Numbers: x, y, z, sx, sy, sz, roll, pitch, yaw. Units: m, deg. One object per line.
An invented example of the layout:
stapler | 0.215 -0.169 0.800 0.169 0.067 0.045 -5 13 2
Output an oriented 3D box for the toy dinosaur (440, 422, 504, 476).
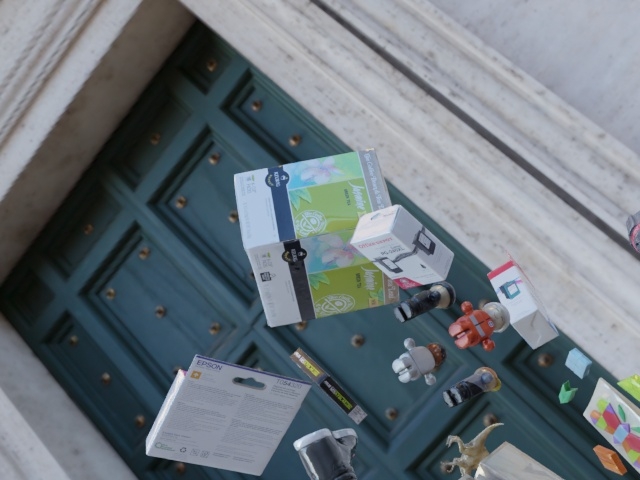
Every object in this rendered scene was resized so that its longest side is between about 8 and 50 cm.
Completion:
toy dinosaur | 0.302 0.424 1.604 0.053 0.093 0.183 -57 -15 -73

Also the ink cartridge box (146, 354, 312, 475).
ink cartridge box | -0.234 0.437 2.016 0.324 0.071 0.330 19 -69 -24

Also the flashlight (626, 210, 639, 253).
flashlight | 0.662 0.051 1.509 0.304 0.103 0.103 -77 -27 -54

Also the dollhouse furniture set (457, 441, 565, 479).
dollhouse furniture set | 0.354 0.607 1.565 0.303 0.174 0.355 -16 -53 -47

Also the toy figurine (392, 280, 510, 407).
toy figurine | 0.257 0.201 1.557 0.148 0.213 0.209 -18 -64 -41

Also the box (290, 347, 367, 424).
box | 0.021 0.389 2.114 0.045 0.184 0.190 -44 -61 -6

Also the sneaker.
sneaker | 0.033 0.476 1.652 0.105 0.146 0.296 -27 -19 8

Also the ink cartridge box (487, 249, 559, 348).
ink cartridge box | 0.508 0.147 2.021 0.078 0.231 0.134 -34 -52 16

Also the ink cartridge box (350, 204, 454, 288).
ink cartridge box | 0.144 0.014 1.405 0.109 0.150 0.063 -18 41 49

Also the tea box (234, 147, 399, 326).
tea box | 0.000 0.000 1.796 0.324 0.219 0.329 -12 -36 -1

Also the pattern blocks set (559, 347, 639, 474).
pattern blocks set | 0.591 0.367 1.530 0.026 0.325 0.285 -26 -50 -23
